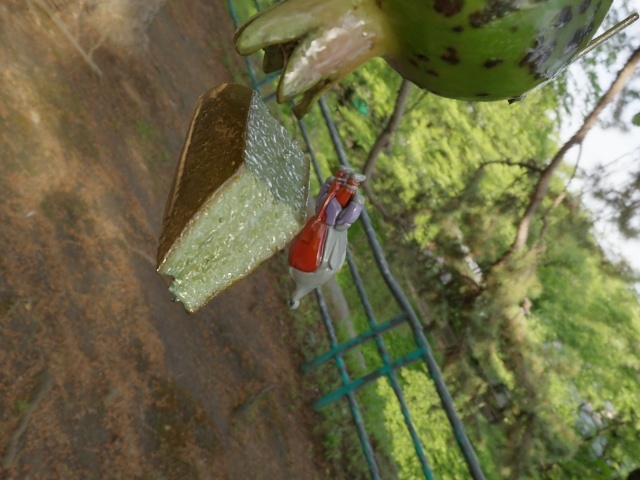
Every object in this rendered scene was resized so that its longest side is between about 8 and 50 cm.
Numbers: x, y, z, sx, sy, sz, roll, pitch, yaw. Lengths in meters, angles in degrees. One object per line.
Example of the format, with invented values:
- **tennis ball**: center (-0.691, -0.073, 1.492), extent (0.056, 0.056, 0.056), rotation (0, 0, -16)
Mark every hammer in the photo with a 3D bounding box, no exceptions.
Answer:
- **hammer**: center (0.298, -0.216, 0.842), extent (0.017, 0.182, 0.062), rotation (57, 2, -2)

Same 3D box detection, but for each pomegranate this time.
- **pomegranate**: center (0.095, -0.192, 0.556), extent (0.231, 0.286, 0.231), rotation (36, 10, -7)

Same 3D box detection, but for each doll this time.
- **doll**: center (0.000, 0.000, 1.030), extent (0.075, 0.227, 0.102), rotation (14, 14, -36)

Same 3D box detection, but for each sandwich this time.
- **sandwich**: center (-0.072, -0.056, 0.623), extent (0.094, 0.096, 0.258), rotation (53, 27, -38)
